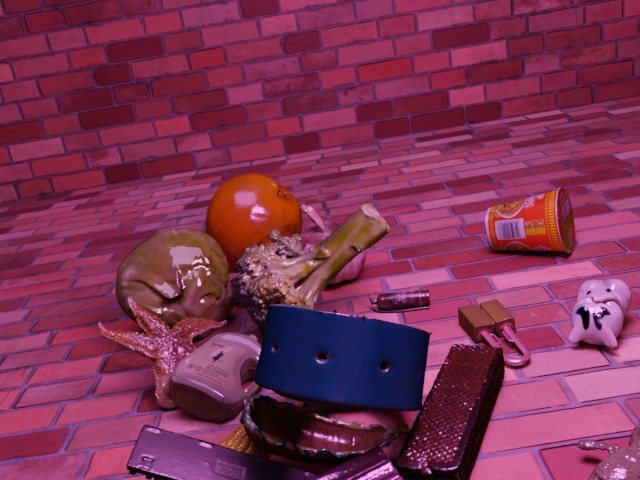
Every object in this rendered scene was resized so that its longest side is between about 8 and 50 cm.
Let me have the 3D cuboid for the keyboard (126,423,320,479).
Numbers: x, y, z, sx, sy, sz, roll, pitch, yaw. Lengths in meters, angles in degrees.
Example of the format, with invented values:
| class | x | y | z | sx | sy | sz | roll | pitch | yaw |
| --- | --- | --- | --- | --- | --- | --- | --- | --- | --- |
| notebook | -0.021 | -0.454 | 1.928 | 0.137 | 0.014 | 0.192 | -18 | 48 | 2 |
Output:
| class | x | y | z | sx | sy | sz | roll | pitch | yaw |
| --- | --- | --- | --- | --- | --- | --- | --- | --- | --- |
| keyboard | -0.149 | 0.383 | 1.082 | 0.317 | 0.027 | 0.106 | 19 | 29 | -6 |

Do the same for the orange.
| class | x | y | z | sx | sy | sz | roll | pitch | yaw |
| --- | --- | --- | --- | --- | --- | --- | --- | --- | --- |
| orange | -0.208 | -0.054 | 2.086 | 0.313 | 0.311 | 0.312 | -9 | 21 | 3 |

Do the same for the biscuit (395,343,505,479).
| class | x | y | z | sx | sy | sz | roll | pitch | yaw |
| --- | --- | --- | --- | --- | --- | --- | --- | --- | --- |
| biscuit | 0.249 | 0.317 | 1.226 | 0.107 | 0.073 | 0.388 | 0 | 22 | 27 |

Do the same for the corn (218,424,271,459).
| class | x | y | z | sx | sy | sz | roll | pitch | yaw |
| --- | --- | --- | --- | --- | --- | --- | --- | --- | --- |
| corn | -0.166 | 0.407 | 1.150 | 0.094 | 0.093 | 0.244 | 0 | 23 | 25 |

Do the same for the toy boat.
| class | x | y | z | sx | sy | sz | roll | pitch | yaw |
| --- | --- | --- | --- | --- | --- | --- | --- | --- | --- |
| toy boat | 0.001 | 0.341 | 1.175 | 0.293 | 0.099 | 0.108 | 10 | 24 | 0 |

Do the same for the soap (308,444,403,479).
| class | x | y | z | sx | sy | sz | roll | pitch | yaw |
| --- | --- | --- | --- | --- | --- | --- | --- | --- | --- |
| soap | 0.035 | 0.415 | 1.025 | 0.203 | 0.065 | 0.122 | -19 | 49 | -23 |

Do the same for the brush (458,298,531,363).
| class | x | y | z | sx | sy | sz | roll | pitch | yaw |
| --- | --- | --- | --- | --- | --- | --- | --- | --- | --- |
| brush | 0.395 | 0.206 | 1.482 | 0.103 | 0.047 | 0.233 | -12 | 21 | -6 |

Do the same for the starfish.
| class | x | y | z | sx | sy | sz | roll | pitch | yaw |
| --- | --- | --- | --- | --- | --- | --- | --- | --- | --- |
| starfish | -0.352 | 0.230 | 1.544 | 0.303 | 0.060 | 0.299 | 32 | 40 | -6 |

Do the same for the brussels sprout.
| class | x | y | z | sx | sy | sz | roll | pitch | yaw |
| --- | --- | --- | --- | --- | --- | --- | --- | --- | --- |
| brussels sprout | -0.384 | 0.111 | 1.791 | 0.328 | 0.247 | 0.327 | -7 | 60 | 12 |

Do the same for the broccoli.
| class | x | y | z | sx | sy | sz | roll | pitch | yaw |
| --- | --- | --- | --- | --- | --- | --- | --- | --- | --- |
| broccoli | -0.027 | 0.085 | 1.648 | 0.397 | 0.275 | 0.352 | -9 | 62 | 27 |

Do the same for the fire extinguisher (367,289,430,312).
| class | x | y | z | sx | sy | sz | roll | pitch | yaw |
| --- | --- | --- | --- | --- | --- | --- | --- | --- | --- |
| fire extinguisher | 0.201 | 0.155 | 1.712 | 0.158 | 0.043 | 0.064 | -6 | 63 | 11 |

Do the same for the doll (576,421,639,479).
| class | x | y | z | sx | sy | sz | roll | pitch | yaw |
| --- | --- | --- | --- | --- | --- | --- | --- | --- | --- |
| doll | 0.457 | 0.357 | 1.031 | 0.286 | 0.091 | 0.202 | -20 | 9 | 4 |

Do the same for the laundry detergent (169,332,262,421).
| class | x | y | z | sx | sy | sz | roll | pitch | yaw |
| --- | --- | --- | --- | --- | --- | --- | --- | --- | --- |
| laundry detergent | -0.206 | 0.284 | 1.479 | 0.181 | 0.091 | 0.253 | 16 | 28 | 19 |

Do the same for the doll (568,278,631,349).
| class | x | y | z | sx | sy | sz | roll | pitch | yaw |
| --- | --- | --- | --- | --- | --- | --- | --- | --- | --- |
| doll | 0.604 | 0.152 | 1.443 | 0.111 | 0.106 | 0.181 | -5 | 19 | 36 |

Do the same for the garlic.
| class | x | y | z | sx | sy | sz | roll | pitch | yaw |
| --- | --- | --- | --- | --- | --- | --- | --- | --- | --- |
| garlic | 0.000 | 0.000 | 1.926 | 0.245 | 0.253 | 0.245 | -14 | 26 | 7 |

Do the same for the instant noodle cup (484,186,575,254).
| class | x | y | z | sx | sy | sz | roll | pitch | yaw |
| --- | --- | --- | --- | --- | --- | --- | --- | --- | --- |
| instant noodle cup | 0.588 | -0.042 | 1.887 | 0.212 | 0.193 | 0.193 | -8 | 19 | 33 |

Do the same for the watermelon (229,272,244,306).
| class | x | y | z | sx | sy | sz | roll | pitch | yaw |
| --- | --- | --- | --- | --- | --- | --- | --- | --- | --- |
| watermelon | -0.258 | 0.129 | 1.948 | 0.241 | 0.094 | 0.154 | -3 | 15 | 25 |

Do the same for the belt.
| class | x | y | z | sx | sy | sz | roll | pitch | yaw |
| --- | --- | --- | --- | --- | --- | --- | --- | --- | --- |
| belt | 0.042 | 0.216 | 1.215 | 0.301 | 0.172 | 0.436 | 9 | -6 | 6 |
